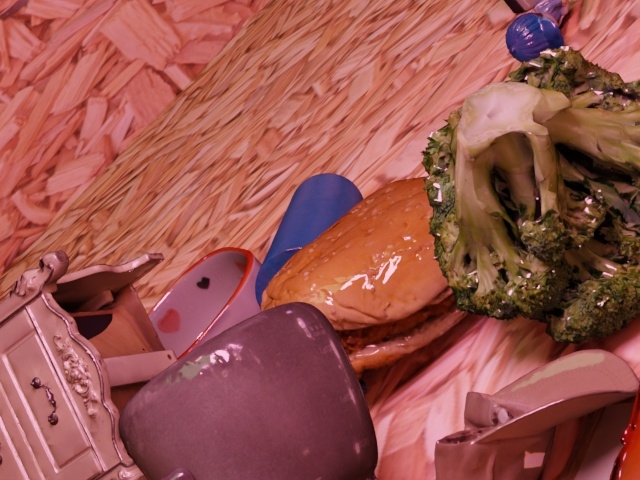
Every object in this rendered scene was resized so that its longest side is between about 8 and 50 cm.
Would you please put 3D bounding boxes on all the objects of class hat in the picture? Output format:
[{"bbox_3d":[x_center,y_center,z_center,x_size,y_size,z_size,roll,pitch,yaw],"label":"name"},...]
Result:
[{"bbox_3d":[0.192,0.181,1.155,0.173,0.144,0.166,-1,11,18],"label":"hat"}]

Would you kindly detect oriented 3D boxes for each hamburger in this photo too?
[{"bbox_3d":[0.066,0.038,1.495,0.283,0.144,0.259,-41,21,-13],"label":"hamburger"}]

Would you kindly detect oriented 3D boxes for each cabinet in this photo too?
[{"bbox_3d":[-0.302,0.208,1.594,0.318,0.290,0.227,-35,-16,26],"label":"cabinet"}]

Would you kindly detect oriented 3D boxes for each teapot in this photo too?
[{"bbox_3d":[-0.023,0.215,1.183,0.223,0.285,0.305,-31,-10,-12],"label":"teapot"}]

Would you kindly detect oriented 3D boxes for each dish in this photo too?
[{"bbox_3d":[-0.146,0.132,1.787,0.256,0.117,0.256,-39,22,19],"label":"dish"}]

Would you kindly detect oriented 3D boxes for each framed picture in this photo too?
[{"bbox_3d":[0.280,0.173,1.082,0.201,0.010,0.136,-16,36,52],"label":"framed picture"}]

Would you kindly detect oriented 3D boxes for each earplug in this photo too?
[{"bbox_3d":[0.000,0.000,1.766,0.132,0.132,0.273,-35,19,24],"label":"earplug"}]

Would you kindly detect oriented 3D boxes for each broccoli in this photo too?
[{"bbox_3d":[0.224,-0.056,1.271,0.308,0.275,0.307,-12,56,18],"label":"broccoli"}]

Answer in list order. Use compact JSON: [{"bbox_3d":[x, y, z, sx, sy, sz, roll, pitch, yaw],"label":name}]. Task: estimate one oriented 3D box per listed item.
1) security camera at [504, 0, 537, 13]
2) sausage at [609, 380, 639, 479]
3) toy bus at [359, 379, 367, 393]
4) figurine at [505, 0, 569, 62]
[{"bbox_3d":[0.344,-0.476,1.917,0.277,0.191,0.197,-12,37,53],"label":"security camera"},{"bbox_3d":[0.287,0.130,1.001,0.102,0.102,0.330,-24,27,42],"label":"sausage"},{"bbox_3d":[0.017,0.167,1.535,0.046,0.038,0.083,-52,22,-11],"label":"toy bus"},{"bbox_3d":[0.301,-0.303,1.836,0.077,0.079,0.136,96,-172,-47],"label":"figurine"}]
